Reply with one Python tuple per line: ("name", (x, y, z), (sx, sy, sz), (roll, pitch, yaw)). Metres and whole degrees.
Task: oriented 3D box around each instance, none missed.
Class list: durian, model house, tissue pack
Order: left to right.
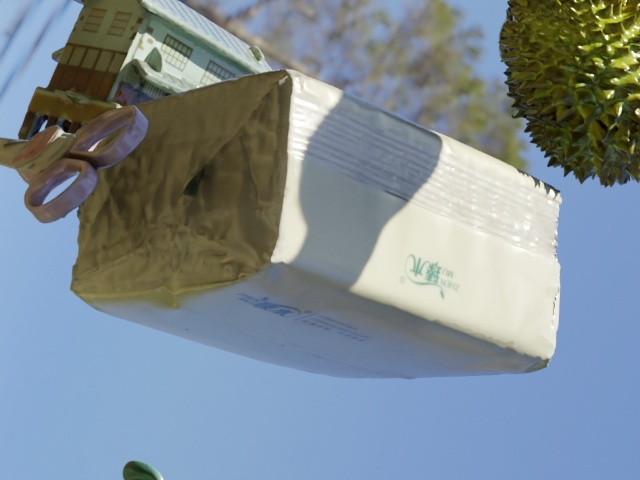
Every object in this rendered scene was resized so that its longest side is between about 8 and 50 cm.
("model house", (-0.192, -0.164, 2.194), (0.198, 0.224, 0.215), (12, -103, 50))
("tissue pack", (0.000, 0.000, 1.827), (0.297, 0.380, 0.207), (-9, -111, 47))
("durian", (0.293, -0.180, 1.950), (0.225, 0.291, 0.291), (-12, -148, 5))

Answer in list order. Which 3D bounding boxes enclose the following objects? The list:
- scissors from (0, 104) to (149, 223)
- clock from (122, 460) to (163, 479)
("scissors", (-0.225, -0.066, 1.613), (0.118, 0.030, 0.242), (-48, -154, -18))
("clock", (-0.174, 0.289, 1.704), (0.148, 0.060, 0.188), (40, -71, 32))
